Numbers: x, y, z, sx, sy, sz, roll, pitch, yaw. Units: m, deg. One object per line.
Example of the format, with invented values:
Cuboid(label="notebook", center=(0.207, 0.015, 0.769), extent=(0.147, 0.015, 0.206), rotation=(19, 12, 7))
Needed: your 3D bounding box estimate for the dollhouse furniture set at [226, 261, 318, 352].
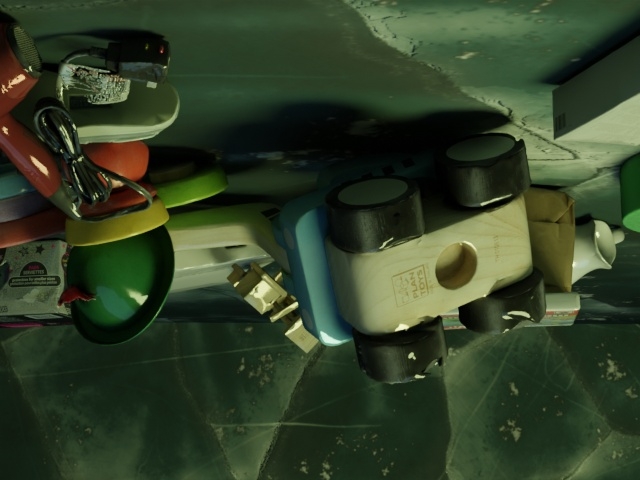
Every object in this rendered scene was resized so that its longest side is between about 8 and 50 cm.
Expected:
Cuboid(label="dollhouse furniture set", center=(-0.069, 0.043, 1.661), extent=(0.161, 0.101, 0.182), rotation=(45, 178, -40))

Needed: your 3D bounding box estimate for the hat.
Cuboid(label="hat", center=(-0.289, 0.021, 1.363), extent=(0.209, 0.172, 0.184), rotation=(-5, 160, 38))

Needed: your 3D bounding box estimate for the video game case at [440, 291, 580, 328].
Cuboid(label="video game case", center=(0.246, 0.098, 1.581), extent=(0.204, 0.025, 0.285), rotation=(-3, 172, 10))

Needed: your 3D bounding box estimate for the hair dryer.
Cuboid(label="hair dryer", center=(-0.285, -0.095, 1.058), extent=(0.294, 0.080, 0.223), rotation=(5, 126, -18))

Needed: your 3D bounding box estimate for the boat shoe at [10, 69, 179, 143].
Cuboid(label="boat shoe", center=(-0.258, -0.127, 1.162), extent=(0.228, 0.079, 0.081), rotation=(-1, 166, -13))

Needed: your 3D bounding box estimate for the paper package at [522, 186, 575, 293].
Cuboid(label="paper package", center=(0.163, 0.020, 1.731), extent=(0.310, 0.168, 0.325), rotation=(5, 169, -19))

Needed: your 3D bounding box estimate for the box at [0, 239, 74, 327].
Cuboid(label="box", center=(-0.556, 0.081, 2.160), extent=(0.247, 0.142, 0.163), rotation=(-4, 168, 18))

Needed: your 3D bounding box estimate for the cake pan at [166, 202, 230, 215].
Cuboid(label="cake pan", center=(-0.222, -0.007, 1.905), extent=(0.293, 0.054, 0.293), rotation=(0, 170, 0))

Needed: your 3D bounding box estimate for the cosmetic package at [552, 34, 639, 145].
Cuboid(label="cosmetic package", center=(0.316, -0.148, 1.089), extent=(0.099, 0.060, 0.239), rotation=(4, 169, -16))

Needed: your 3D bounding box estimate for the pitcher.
Cuboid(label="pitcher", center=(0.397, 0.026, 1.938), extent=(0.207, 0.125, 0.178), rotation=(-19, 176, 31))

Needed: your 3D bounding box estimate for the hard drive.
Cuboid(label="hard drive", center=(-0.176, 0.038, 1.783), extent=(0.203, 0.040, 0.307), rotation=(-9, 174, -23))

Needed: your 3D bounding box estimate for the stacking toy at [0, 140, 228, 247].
Cuboid(label="stacking toy", center=(-0.283, -0.090, 1.442), extent=(0.309, 0.130, 0.279), rotation=(-3, -164, 34))

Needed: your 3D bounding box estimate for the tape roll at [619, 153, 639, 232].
Cuboid(label="tape roll", center=(0.555, -0.065, 1.504), extent=(0.321, 0.077, 0.321), rotation=(0, 169, 0))

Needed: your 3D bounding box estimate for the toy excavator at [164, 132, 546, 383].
Cuboid(label="toy excavator", center=(0.000, 0.000, 1.451), extent=(0.433, 0.222, 0.445), rotation=(-21, -157, -19))
